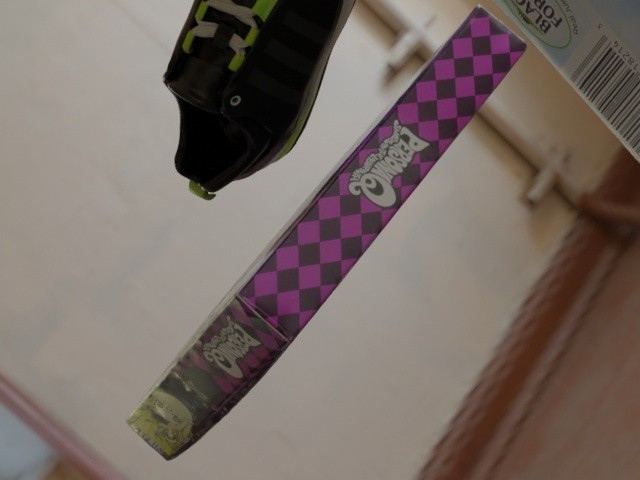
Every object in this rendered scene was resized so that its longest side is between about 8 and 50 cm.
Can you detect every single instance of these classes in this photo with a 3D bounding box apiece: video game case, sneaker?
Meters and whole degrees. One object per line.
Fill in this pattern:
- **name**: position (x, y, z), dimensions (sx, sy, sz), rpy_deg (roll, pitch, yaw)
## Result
- **video game case**: position (0.000, 0.000, 0.973), dimensions (0.232, 0.042, 0.210), rpy_deg (-50, 2, -30)
- **sneaker**: position (-0.040, -0.111, 1.011), dimensions (0.097, 0.084, 0.235), rpy_deg (-45, -25, -38)

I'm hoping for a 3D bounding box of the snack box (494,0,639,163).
- **snack box**: position (0.064, -0.094, 0.391), dimensions (0.100, 0.141, 0.037), rpy_deg (-33, -13, -34)
